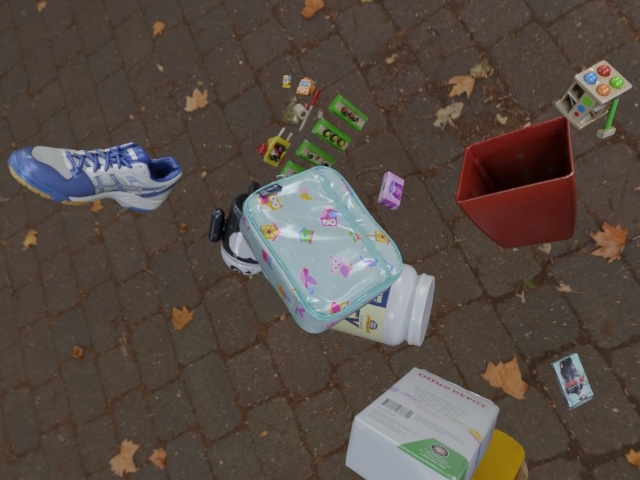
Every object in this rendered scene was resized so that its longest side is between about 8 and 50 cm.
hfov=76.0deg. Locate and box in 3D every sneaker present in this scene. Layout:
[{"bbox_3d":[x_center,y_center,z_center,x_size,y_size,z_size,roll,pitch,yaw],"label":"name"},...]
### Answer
[{"bbox_3d":[-0.388,-0.137,0.745,0.131,0.296,0.112,-39,75,19],"label":"sneaker"}]

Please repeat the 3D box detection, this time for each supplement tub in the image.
[{"bbox_3d":[0.149,0.167,1.193,0.325,0.235,0.235,11,83,21],"label":"supplement tub"}]

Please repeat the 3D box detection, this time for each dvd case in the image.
[{"bbox_3d":[0.655,0.364,1.064,0.087,0.013,0.119,-15,83,-18],"label":"dvd case"}]

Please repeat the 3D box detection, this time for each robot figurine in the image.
[{"bbox_3d":[-0.194,-0.027,1.200,0.209,0.173,0.278,33,123,16],"label":"robot figurine"}]

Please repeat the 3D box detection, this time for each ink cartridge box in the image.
[{"bbox_3d":[0.163,0.298,0.631,0.154,0.212,0.093,18,109,34],"label":"ink cartridge box"}]

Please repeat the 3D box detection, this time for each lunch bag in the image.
[{"bbox_3d":[0.000,0.000,0.736,0.224,0.108,0.279,-27,74,-24],"label":"lunch bag"}]

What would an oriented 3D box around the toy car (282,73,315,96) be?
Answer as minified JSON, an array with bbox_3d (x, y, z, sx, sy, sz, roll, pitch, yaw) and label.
[{"bbox_3d":[-0.065,-0.396,1.034,0.122,0.060,0.040,26,127,30],"label":"toy car"}]

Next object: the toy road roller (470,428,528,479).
[{"bbox_3d":[0.316,0.533,0.713,0.240,0.329,0.202,26,122,33],"label":"toy road roller"}]

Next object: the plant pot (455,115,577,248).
[{"bbox_3d":[0.549,-0.130,1.105,0.267,0.236,0.267,-12,38,37],"label":"plant pot"}]

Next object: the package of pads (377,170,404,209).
[{"bbox_3d":[0.170,-0.119,0.981,0.050,0.032,0.083,24,62,-17],"label":"package of pads"}]

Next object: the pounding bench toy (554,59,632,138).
[{"bbox_3d":[0.378,-0.186,0.551,0.052,0.065,0.083,-30,72,-8],"label":"pounding bench toy"}]

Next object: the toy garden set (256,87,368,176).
[{"bbox_3d":[-0.017,-0.247,1.007,0.244,0.204,0.049,-51,45,17],"label":"toy garden set"}]
